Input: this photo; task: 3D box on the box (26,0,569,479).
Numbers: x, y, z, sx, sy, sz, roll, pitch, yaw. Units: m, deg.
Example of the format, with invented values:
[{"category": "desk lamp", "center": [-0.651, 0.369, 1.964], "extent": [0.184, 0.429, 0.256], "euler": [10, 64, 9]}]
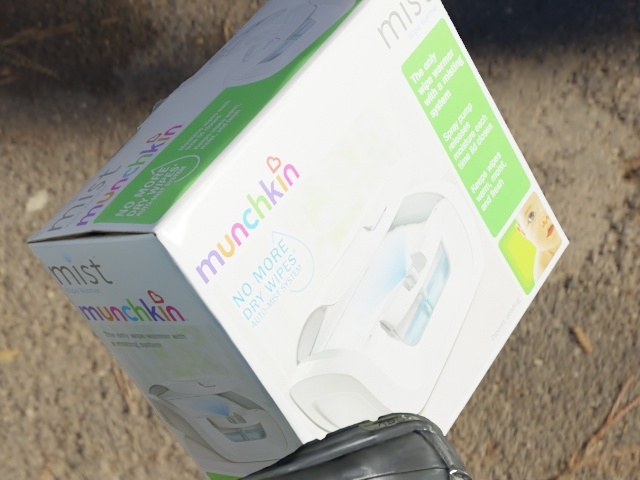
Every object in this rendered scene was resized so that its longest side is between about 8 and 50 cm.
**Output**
[{"category": "box", "center": [0.000, 0.000, 0.757], "extent": [0.127, 0.231, 0.262], "euler": [-2, 38, 45]}]

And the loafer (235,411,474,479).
[{"category": "loafer", "center": [-0.034, 0.147, 0.554], "extent": [0.223, 0.076, 0.078], "euler": [-21, 47, -9]}]
